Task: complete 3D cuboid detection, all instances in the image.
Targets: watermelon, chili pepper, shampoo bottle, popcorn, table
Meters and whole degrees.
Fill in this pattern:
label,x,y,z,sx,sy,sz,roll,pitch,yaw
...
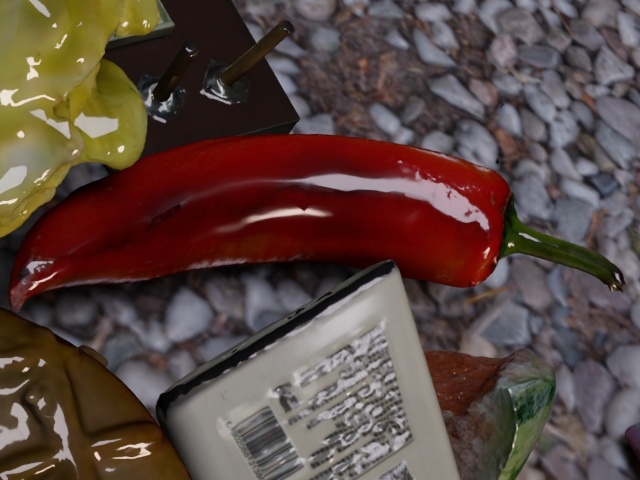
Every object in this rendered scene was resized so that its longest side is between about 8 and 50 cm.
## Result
label,x,y,z,sx,sy,sz,roll,pitch,yaw
watermelon,0.067,0.111,0.792,0.158,0.121,0.098,6,25,28
chili pepper,-0.006,-0.004,0.787,0.368,0.092,0.137,-2,44,-20
shampoo bottle,0.037,0.170,0.698,0.153,0.071,0.284,-28,94,-10
popcorn,-0.209,-0.111,0.659,0.292,0.237,0.293,14,51,-18
table,-0.111,-0.167,0.824,0.121,0.111,0.240,-20,72,-34

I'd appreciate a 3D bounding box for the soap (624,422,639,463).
label,x,y,z,sx,sy,sz,roll,pitch,yaw
soap,0.358,0.220,0.832,0.192,0.109,0.324,-16,69,-33

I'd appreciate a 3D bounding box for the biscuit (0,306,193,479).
label,x,y,z,sx,sy,sz,roll,pitch,yaw
biscuit,-0.197,0.171,0.577,0.332,0.103,0.332,13,57,-20
